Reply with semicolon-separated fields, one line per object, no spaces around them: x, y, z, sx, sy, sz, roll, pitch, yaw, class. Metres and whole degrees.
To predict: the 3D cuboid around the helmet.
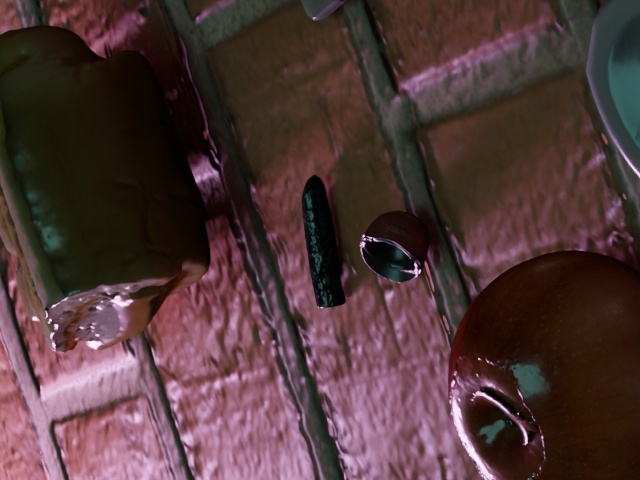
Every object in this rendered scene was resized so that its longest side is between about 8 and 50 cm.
0.073;0.000;1.868;0.065;0.049;0.084;25;158;3;helmet

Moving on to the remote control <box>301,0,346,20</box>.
-0.032;-0.336;1.888;0.067;0.029;0.261;-32;76;50;remote control

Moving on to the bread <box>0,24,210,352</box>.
-0.242;-0.068;2.094;0.300;0.210;0.341;116;134;-68;bread

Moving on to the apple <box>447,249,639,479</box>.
0.201;0.128;1.666;0.210;0.173;0.235;1;105;50;apple

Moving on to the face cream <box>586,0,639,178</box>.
0.360;-0.119;1.242;0.312;0.357;0.219;28;124;41;face cream

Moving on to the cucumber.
0.000;0.000;1.967;0.032;0.032;0.133;4;108;49;cucumber
